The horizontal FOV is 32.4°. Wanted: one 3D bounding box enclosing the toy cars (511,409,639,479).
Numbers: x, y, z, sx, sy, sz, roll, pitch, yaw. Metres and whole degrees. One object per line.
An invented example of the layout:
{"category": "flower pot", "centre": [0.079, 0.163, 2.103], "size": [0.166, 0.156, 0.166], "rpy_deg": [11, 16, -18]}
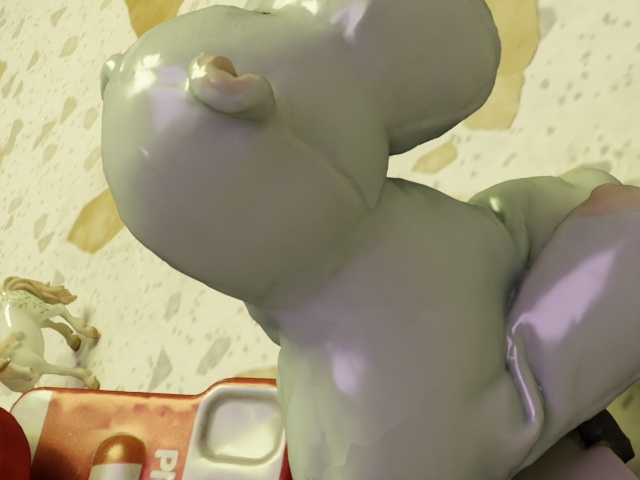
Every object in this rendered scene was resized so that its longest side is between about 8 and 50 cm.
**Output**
{"category": "toy cars", "centre": [0.183, 0.127, 0.379], "size": [0.393, 0.087, 0.176], "rpy_deg": [-13, 31, 47]}

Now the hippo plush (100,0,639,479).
{"category": "hippo plush", "centre": [0.000, 0.000, 0.490], "size": [0.294, 0.236, 0.234], "rpy_deg": [-41, 15, -18]}

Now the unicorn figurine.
{"category": "unicorn figurine", "centre": [-0.223, 0.085, 0.847], "size": [0.060, 0.111, 0.162], "rpy_deg": [-50, 38, 11]}

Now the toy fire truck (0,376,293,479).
{"category": "toy fire truck", "centre": [-0.133, 0.222, 0.629], "size": [0.253, 0.169, 0.302], "rpy_deg": [-3, 63, 27]}
